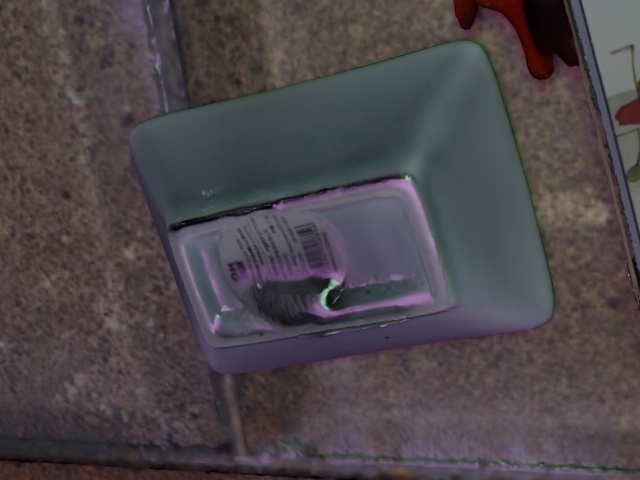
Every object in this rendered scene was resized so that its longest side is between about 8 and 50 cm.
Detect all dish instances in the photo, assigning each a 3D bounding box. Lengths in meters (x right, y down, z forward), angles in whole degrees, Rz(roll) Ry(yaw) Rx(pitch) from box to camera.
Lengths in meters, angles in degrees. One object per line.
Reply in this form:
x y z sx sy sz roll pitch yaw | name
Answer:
0.000 0.000 0.676 0.243 0.080 0.182 -11 108 24 | dish

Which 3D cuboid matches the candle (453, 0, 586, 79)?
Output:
0.086 -0.225 0.563 0.084 0.059 0.302 -12 110 10 | candle

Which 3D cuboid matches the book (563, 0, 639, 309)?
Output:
0.212 -0.086 0.567 0.157 0.026 0.231 -17 107 4 | book
